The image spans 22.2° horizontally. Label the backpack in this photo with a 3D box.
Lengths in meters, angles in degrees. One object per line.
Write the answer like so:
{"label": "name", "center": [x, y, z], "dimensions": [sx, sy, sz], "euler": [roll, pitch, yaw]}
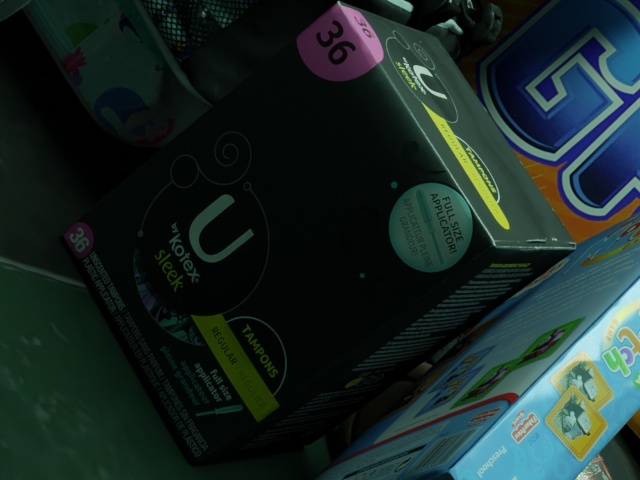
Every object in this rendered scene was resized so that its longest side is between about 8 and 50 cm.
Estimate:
{"label": "backpack", "center": [-0.055, -0.169, 0.810], "dimensions": [0.253, 0.191, 0.225], "euler": [62, 18, 8]}

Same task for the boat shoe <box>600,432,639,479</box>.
{"label": "boat shoe", "center": [0.127, 0.107, 0.907], "dimensions": [0.076, 0.080, 0.228], "euler": [19, 30, -52]}

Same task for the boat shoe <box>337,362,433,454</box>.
{"label": "boat shoe", "center": [0.095, 0.166, 0.718], "dimensions": [0.095, 0.095, 0.257], "euler": [38, 24, -46]}

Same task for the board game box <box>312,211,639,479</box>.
{"label": "board game box", "center": [0.082, 0.054, 0.645], "dimensions": [0.211, 0.160, 0.039], "euler": [-41, 93, -33]}

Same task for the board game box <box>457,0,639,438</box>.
{"label": "board game box", "center": [0.319, -0.022, 0.966], "dimensions": [0.356, 0.356, 0.356], "euler": [52, 10, 36]}

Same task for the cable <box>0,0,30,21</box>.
{"label": "cable", "center": [-0.156, -0.197, 0.557], "dimensions": [0.089, 0.257, 0.257], "euler": [2, 66, -60]}

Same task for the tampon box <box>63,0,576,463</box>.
{"label": "tampon box", "center": [0.000, 0.000, 0.691], "dimensions": [0.120, 0.161, 0.101], "euler": [58, 22, 16]}

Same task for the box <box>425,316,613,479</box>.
{"label": "box", "center": [0.095, 0.097, 0.829], "dimensions": [0.027, 0.094, 0.137], "euler": [-5, 51, -24]}
